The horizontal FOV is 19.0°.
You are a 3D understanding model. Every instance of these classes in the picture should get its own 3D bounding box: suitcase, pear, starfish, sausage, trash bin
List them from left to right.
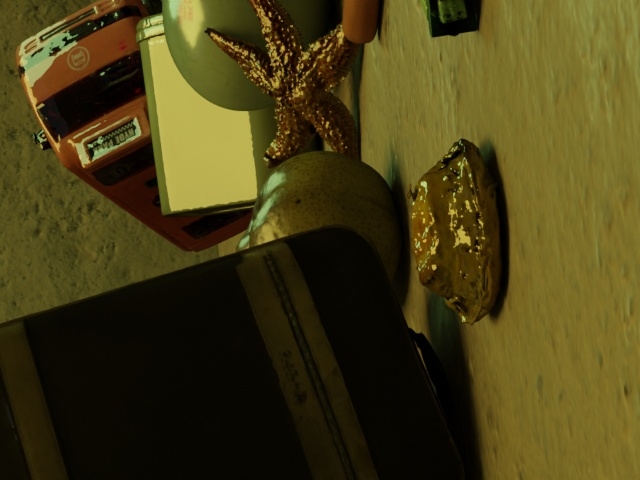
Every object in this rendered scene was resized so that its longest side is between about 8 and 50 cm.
[{"bbox_3d":[-0.109,0.162,1.466,0.194,0.434,0.283,93,159,-61],"label":"suitcase"},{"bbox_3d":[-0.110,-0.160,2.298,0.243,0.121,0.247,-7,87,40],"label":"trash bin"},{"bbox_3d":[-0.024,-0.165,1.926,0.043,0.227,0.240,-38,-11,-47],"label":"starfish"},{"bbox_3d":[0.000,0.000,1.721,0.167,0.137,0.167,-163,90,-84],"label":"pear"},{"bbox_3d":[0.038,-0.216,1.748,0.083,0.034,0.034,96,169,-47],"label":"sausage"}]

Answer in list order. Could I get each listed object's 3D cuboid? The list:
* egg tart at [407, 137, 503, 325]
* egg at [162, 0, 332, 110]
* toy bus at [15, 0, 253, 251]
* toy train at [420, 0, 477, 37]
[{"bbox_3d":[0.092,-0.005,1.325,0.130,0.052,0.130,174,90,-83],"label":"egg tart"},{"bbox_3d":[-0.077,-0.271,2.067,0.183,0.183,0.264,-165,81,-83],"label":"egg"},{"bbox_3d":[-0.224,-0.150,2.588,0.427,0.203,0.233,40,-154,-61],"label":"toy bus"},{"bbox_3d":[0.081,-0.195,1.345,0.122,0.050,0.081,-105,9,-57],"label":"toy train"}]
